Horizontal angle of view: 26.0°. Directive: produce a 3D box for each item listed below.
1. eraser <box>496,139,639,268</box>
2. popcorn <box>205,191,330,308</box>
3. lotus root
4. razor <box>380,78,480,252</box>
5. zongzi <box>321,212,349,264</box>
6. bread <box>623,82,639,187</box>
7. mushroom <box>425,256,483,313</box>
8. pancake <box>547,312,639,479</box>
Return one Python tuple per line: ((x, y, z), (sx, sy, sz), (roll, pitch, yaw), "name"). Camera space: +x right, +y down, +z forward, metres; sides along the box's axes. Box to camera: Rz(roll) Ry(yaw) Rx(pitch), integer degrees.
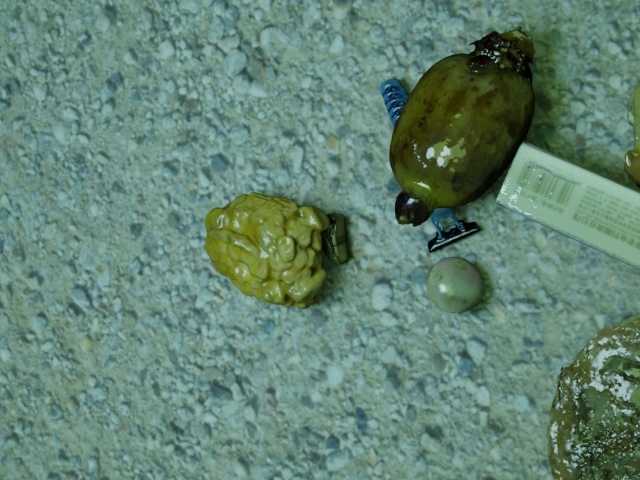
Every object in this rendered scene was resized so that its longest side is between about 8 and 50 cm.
((0.440, -0.009, 1.856), (0.404, 0.096, 0.098), (26, 95, 16), "eraser")
((-0.075, 0.010, 1.980), (0.194, 0.140, 0.163), (44, 131, 19), "popcorn")
((0.188, -0.148, 1.899), (0.169, 0.141, 0.314), (29, 78, 25), "lotus root")
((0.144, -0.114, 1.979), (0.082, 0.042, 0.253), (-23, 81, 17), "razor")
((0.000, 0.000, 2.024), (0.083, 0.040, 0.076), (-5, 94, 29), "zongzi")
((0.521, -0.154, 1.805), (0.251, 0.133, 0.174), (2, 72, 18), "bread")
((0.188, 0.065, 1.946), (0.083, 0.067, 0.084), (7, 56, -11), "mushroom")
((0.470, 0.260, 1.857), (0.356, 0.065, 0.356), (0, 89, 16), "pancake")
